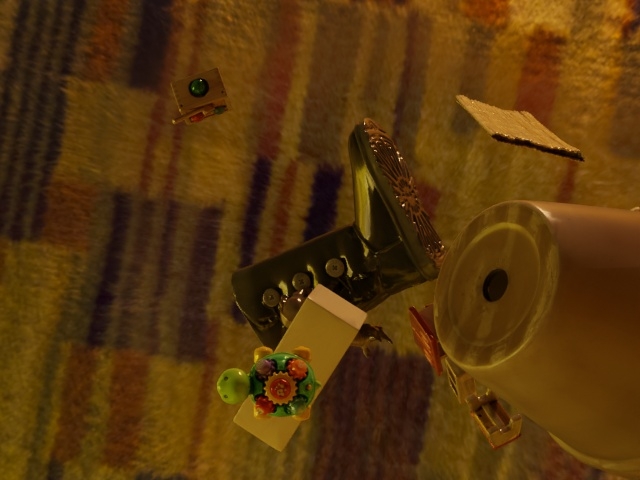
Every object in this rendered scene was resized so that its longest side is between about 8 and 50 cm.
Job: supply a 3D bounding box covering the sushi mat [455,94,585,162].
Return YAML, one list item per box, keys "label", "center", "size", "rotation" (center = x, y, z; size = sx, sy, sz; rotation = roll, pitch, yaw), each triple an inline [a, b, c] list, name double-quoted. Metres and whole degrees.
- label: "sushi mat"
  center: [0.322, -0.192, 1.412]
  size: [0.152, 0.316, 0.019]
  rotation: [12, 109, -6]

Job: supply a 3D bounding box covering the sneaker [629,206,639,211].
- label: "sneaker"
  center: [0.506, -0.018, 1.395]
  size: [0.077, 0.178, 0.072]
  rotation: [-21, 73, -1]

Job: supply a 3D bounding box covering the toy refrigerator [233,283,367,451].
- label: "toy refrigerator"
  center: [-0.034, 0.216, 1.449]
  size: [0.102, 0.094, 0.269]
  rotation: [31, 108, 4]

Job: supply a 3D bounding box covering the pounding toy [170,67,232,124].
- label: "pounding toy"
  center: [-0.268, -0.306, 1.877]
  size: [0.130, 0.141, 0.100]
  rotation: [-19, 83, -2]

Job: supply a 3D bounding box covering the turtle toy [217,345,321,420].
- label: "turtle toy"
  center: [-0.064, 0.182, 1.062]
  size: [0.130, 0.066, 0.095]
  rotation: [0, 88, 0]

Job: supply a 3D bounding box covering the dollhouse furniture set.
- label: "dollhouse furniture set"
  center: [0.365, 0.268, 1.852]
  size: [0.201, 0.152, 0.374]
  rotation: [-26, 49, -6]

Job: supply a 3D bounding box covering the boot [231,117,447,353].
- label: "boot"
  center: [0.001, 0.002, 1.797]
  size: [0.445, 0.146, 0.366]
  rotation: [-29, 77, 27]

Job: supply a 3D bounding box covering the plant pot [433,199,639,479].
- label: "plant pot"
  center: [0.294, 0.085, 0.955]
  size: [0.280, 0.323, 0.323]
  rotation: [21, 90, -29]

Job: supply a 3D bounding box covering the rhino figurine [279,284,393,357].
- label: "rhino figurine"
  center: [0.029, 0.167, 1.692]
  size: [0.243, 0.106, 0.073]
  rotation: [21, 115, 0]
